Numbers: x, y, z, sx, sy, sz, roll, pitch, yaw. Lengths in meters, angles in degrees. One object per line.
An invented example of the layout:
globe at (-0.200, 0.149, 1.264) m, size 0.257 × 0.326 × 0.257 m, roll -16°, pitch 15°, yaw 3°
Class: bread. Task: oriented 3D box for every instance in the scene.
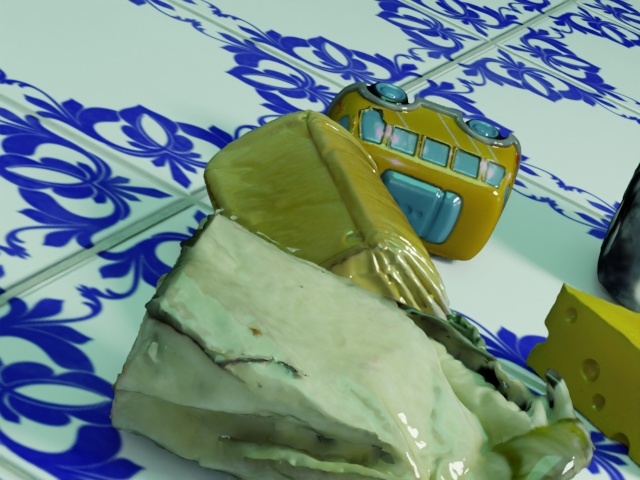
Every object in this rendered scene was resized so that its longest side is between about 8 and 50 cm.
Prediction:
bread at (0.000, 0.000, 1.332) m, size 0.153 × 0.119 × 0.288 m, roll -28°, pitch 34°, yaw 0°

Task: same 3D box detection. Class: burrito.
burrito at (0.020, 0.123, 1.118) m, size 0.332 × 0.135 × 0.190 m, roll 26°, pitch 27°, yaw 5°

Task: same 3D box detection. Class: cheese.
cheese at (0.267, 0.117, 1.395) m, size 0.171 × 0.093 × 0.126 m, roll 31°, pitch 28°, yaw 22°

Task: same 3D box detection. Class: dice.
dice at (0.406, -0.009, 1.671) m, size 0.181 × 0.182 × 0.183 m, roll 23°, pitch 23°, yaw 5°

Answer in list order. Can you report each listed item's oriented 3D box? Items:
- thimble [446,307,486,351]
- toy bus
thimble at (0.092, 0.097, 1.323) m, size 0.084 × 0.062 × 0.110 m, roll 16°, pitch 24°, yaw -10°
toy bus at (0.093, -0.064, 1.600) m, size 0.210 × 0.126 × 0.136 m, roll 20°, pitch 32°, yaw -4°
